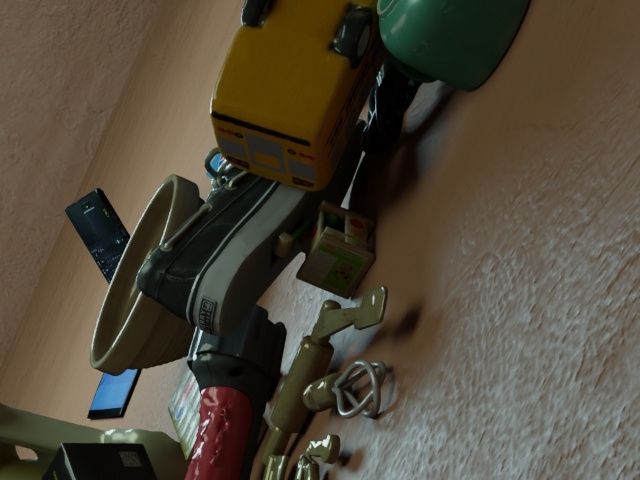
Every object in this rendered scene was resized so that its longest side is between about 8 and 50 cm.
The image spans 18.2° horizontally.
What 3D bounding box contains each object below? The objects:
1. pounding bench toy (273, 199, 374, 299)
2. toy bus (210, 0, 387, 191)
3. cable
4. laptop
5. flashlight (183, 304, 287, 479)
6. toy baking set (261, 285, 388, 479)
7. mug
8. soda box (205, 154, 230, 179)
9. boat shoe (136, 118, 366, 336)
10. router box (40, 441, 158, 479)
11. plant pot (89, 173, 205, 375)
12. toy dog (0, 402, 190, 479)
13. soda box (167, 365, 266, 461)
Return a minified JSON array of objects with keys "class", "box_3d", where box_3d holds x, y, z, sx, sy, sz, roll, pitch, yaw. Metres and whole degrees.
[{"class":"pounding bench toy","box_3d":[0.000,0.000,1.760,0.052,0.083,0.065,-58,17,31]},{"class":"toy bus","box_3d":[0.017,-0.219,1.764,0.130,0.108,0.332,78,-147,-62]},{"class":"cable","box_3d":[0.075,-0.166,1.831,0.184,0.047,0.150,-66,13,4]},{"class":"laptop","box_3d":[-0.298,0.087,2.631,0.136,0.264,0.234,-32,4,-18]},{"class":"flashlight","box_3d":[-0.101,0.198,1.740,0.103,0.103,0.304,128,156,-61]},{"class":"toy baking set","box_3d":[0.006,0.138,1.635,0.197,0.030,0.256,-123,52,-67]},{"class":"mug","box_3d":[0.100,-0.191,1.667,0.158,0.097,0.129,-60,15,22]},{"class":"soda box","box_3d":[-0.066,-0.076,2.161,0.067,0.071,0.210,-65,14,3]},{"class":"boat shoe","box_3d":[-0.060,-0.030,1.812,0.306,0.105,0.113,-52,-21,-40]},{"class":"router box","box_3d":[-0.174,0.353,1.582,0.243,0.081,0.309,-57,44,35]},{"class":"plant pot","box_3d":[-0.164,0.054,2.237,0.237,0.110,0.237,-59,14,26]},{"class":"toy dog","box_3d":[-0.325,0.391,1.958,0.395,0.284,0.408,112,176,-65]},{"class":"soda box","box_3d":[-0.101,0.170,1.918,0.061,0.058,0.181,-65,14,5]}]
